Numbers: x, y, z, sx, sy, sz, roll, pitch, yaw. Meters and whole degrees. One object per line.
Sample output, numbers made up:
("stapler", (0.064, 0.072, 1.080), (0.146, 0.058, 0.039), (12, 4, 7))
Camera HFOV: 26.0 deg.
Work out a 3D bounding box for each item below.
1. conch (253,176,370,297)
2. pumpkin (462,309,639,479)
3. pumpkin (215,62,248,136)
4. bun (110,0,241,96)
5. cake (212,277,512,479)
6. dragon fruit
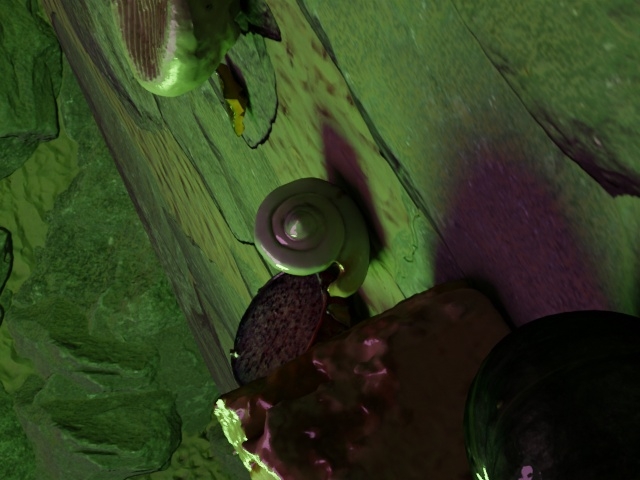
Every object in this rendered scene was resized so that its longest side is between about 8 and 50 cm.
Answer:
("conch", (0.005, -0.010, 1.788), (0.158, 0.127, 0.255), (29, -175, 9))
("pumpkin", (0.231, 0.189, 1.052), (0.300, 0.207, 0.300), (62, -179, -3))
("pumpkin", (-0.126, -0.208, 2.019), (0.101, 0.035, 0.073), (75, 174, -58))
("bun", (-0.177, -0.301, 1.775), (0.231, 0.133, 0.231), (24, 118, 55))
("cake", (0.087, 0.234, 1.489), (0.306, 0.314, 0.293), (62, 166, 7))
("dragon fruit", (-0.013, 0.158, 2.066), (0.148, 0.218, 0.224), (34, 158, -31))
